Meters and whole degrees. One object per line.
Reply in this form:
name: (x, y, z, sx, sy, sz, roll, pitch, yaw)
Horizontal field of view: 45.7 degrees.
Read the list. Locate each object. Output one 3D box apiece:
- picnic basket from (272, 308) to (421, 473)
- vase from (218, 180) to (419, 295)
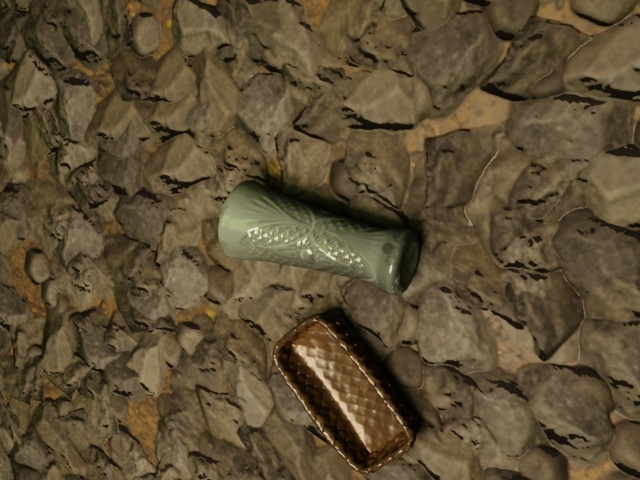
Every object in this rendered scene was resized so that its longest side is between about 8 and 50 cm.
picnic basket: (0.032, 0.177, 0.905, 0.110, 0.055, 0.193, -42, 79, 30)
vase: (0.000, 0.000, 0.864, 0.219, 0.096, 0.096, 15, 109, 24)
